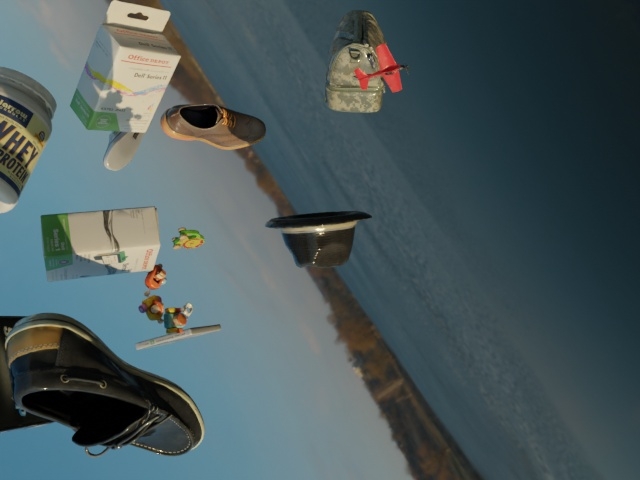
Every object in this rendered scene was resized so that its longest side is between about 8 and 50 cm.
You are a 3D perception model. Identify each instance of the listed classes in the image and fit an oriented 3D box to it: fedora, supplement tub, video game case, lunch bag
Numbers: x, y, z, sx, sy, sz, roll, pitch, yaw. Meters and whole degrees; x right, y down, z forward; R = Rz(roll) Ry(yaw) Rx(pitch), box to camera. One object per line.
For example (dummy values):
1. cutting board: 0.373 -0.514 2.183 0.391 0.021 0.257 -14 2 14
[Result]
1. fedora: 0.000 0.000 1.905 0.334 0.335 0.152 -131 36 -84
2. supplement tub: -0.843 -0.259 1.699 0.235 0.236 0.324 58 -139 -56
3. video game case: -0.442 0.301 2.069 0.212 0.194 0.023 11 -116 -74
4. lunch bag: 0.123 -0.617 2.261 0.305 0.213 0.255 -84 -5 -45

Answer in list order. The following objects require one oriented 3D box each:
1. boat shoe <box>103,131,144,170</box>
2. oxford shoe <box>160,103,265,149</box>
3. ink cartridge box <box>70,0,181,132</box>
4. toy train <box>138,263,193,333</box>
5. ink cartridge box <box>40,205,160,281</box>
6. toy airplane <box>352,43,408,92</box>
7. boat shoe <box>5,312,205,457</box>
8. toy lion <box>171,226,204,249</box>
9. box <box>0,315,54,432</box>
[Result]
1. boat shoe: -0.649 -0.338 2.172 0.084 0.258 0.095 11 148 27
2. oxford shoe: -0.321 -0.372 2.131 0.133 0.364 0.129 -12 83 55
3. ink cartridge box: -0.541 -0.481 1.865 0.207 0.353 0.119 -8 -129 -49
4. toy train: -0.336 0.131 1.461 0.166 0.046 0.125 53 -140 -32
5. ink cartridge box: -0.445 0.008 1.339 0.160 0.220 0.092 131 130 -62
6. toy airplane: 0.150 -0.427 1.674 0.151 0.151 0.028 58 -147 -43
7. boat shoe: -0.388 0.318 1.231 0.500 0.187 0.155 56 -165 -46
8. toy lion: -0.391 -0.003 1.980 0.100 0.096 0.034 -45 54 49
9. box: -0.606 0.256 1.261 0.175 0.051 0.220 16 -124 -63
